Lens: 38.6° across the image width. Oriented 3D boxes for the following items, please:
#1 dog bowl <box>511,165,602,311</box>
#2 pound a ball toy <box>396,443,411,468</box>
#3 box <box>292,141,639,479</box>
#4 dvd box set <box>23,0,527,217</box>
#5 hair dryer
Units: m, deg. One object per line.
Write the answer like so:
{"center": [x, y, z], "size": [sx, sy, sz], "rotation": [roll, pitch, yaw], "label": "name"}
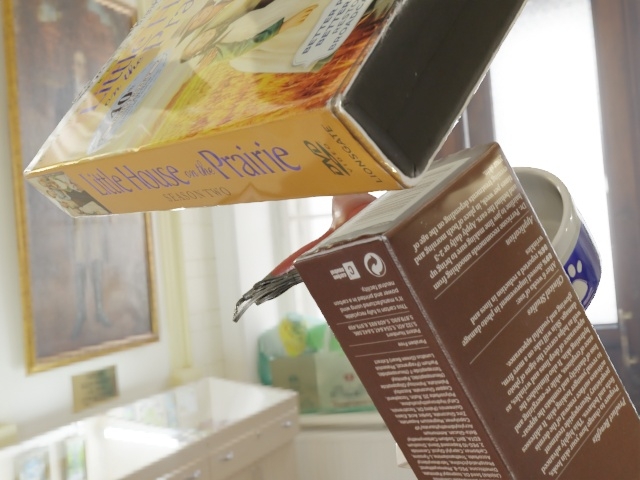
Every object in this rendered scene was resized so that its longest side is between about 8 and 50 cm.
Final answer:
{"center": [0.208, 0.032, 1.136], "size": [0.264, 0.104, 0.265], "rotation": [-29, 29, 18], "label": "dog bowl"}
{"center": [0.176, 0.156, 1.329], "size": [0.135, 0.319, 0.208], "rotation": [7, -24, -16], "label": "pound a ball toy"}
{"center": [0.160, 0.122, 0.872], "size": [0.191, 0.381, 0.143], "rotation": [-37, 12, -37], "label": "box"}
{"center": [-0.022, -0.155, 0.605], "size": [0.062, 0.308, 0.420], "rotation": [43, -23, -27], "label": "dvd box set"}
{"center": [0.000, 0.000, 1.297], "size": [0.223, 0.080, 0.293], "rotation": [-9, 26, 32], "label": "hair dryer"}
